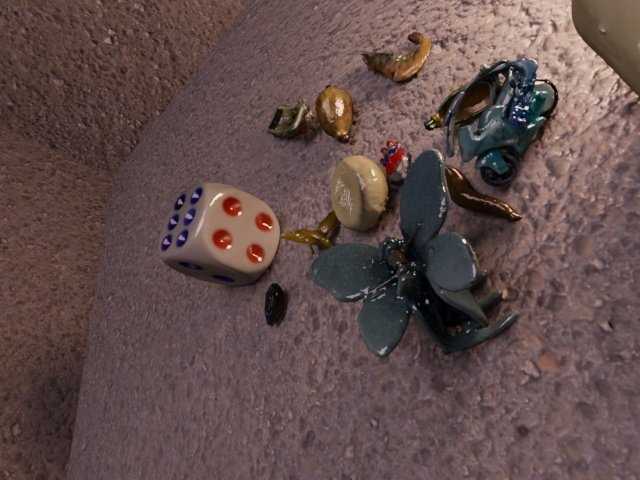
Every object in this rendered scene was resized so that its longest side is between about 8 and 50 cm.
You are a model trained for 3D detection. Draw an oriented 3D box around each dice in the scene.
[{"bbox_3d":[-0.346,-0.013,1.698,0.304,0.304,0.277,-7,62,47],"label":"dice"}]

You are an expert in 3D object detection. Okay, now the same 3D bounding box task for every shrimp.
[{"bbox_3d":[0.238,-0.597,1.579,0.169,0.058,0.296,-50,42,5],"label":"shrimp"}]

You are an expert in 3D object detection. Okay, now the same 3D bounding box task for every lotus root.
[{"bbox_3d":[0.049,-0.410,1.617,0.138,0.138,0.214,-30,56,36],"label":"lotus root"}]

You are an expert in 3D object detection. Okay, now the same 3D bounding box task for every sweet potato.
[{"bbox_3d":[0.350,-0.096,1.133,0.069,0.059,0.249,-44,43,4],"label":"sweet potato"}]

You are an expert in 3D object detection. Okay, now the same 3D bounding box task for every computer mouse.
[{"bbox_3d":[-0.139,0.200,1.537,0.079,0.047,0.135,-5,76,62],"label":"computer mouse"}]

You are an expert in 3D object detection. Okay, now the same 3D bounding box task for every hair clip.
[{"bbox_3d":[-0.103,-0.445,1.860,0.321,0.091,0.139,26,97,65],"label":"hair clip"},{"bbox_3d":[0.218,0.071,1.033,0.392,0.238,0.318,-46,41,21],"label":"hair clip"}]

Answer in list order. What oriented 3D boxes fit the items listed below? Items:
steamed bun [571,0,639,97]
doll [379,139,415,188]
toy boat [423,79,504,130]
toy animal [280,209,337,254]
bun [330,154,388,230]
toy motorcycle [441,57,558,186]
[{"bbox_3d":[0.673,-0.401,0.750,0.456,0.289,0.372,-42,47,28],"label":"steamed bun"},{"bbox_3d":[0.209,-0.211,1.368,0.104,0.062,0.195,-35,36,15],"label":"doll"},{"bbox_3d":[0.364,-0.337,1.223,0.229,0.089,0.088,-23,28,26],"label":"toy boat"},{"bbox_3d":[0.000,0.000,1.473,0.219,0.155,0.095,-36,-9,-35],"label":"toy animal"},{"bbox_3d":[0.120,-0.131,1.380,0.222,0.127,0.223,20,113,61],"label":"bun"},{"bbox_3d":[0.388,-0.267,1.093,0.260,0.206,0.154,-59,0,4],"label":"toy motorcycle"}]
